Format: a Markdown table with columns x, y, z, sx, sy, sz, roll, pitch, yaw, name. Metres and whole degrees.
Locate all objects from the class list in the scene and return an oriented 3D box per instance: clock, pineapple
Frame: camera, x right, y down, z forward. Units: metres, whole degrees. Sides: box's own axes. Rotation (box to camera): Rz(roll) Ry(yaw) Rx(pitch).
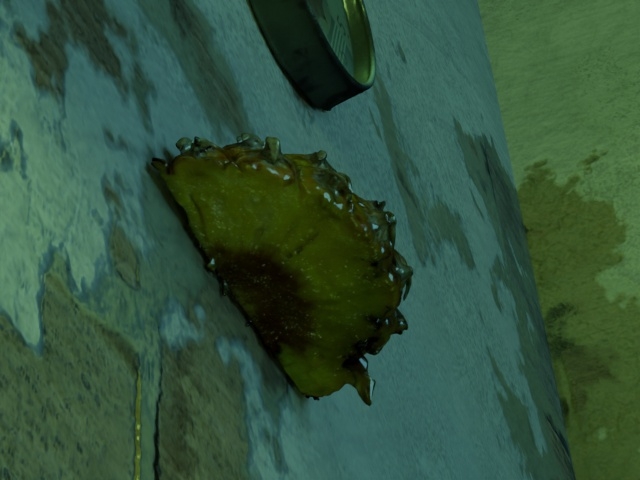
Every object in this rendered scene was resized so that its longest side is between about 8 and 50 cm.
| x | y | z | sx | sy | sz | roll | pitch | yaw | name |
| --- | --- | --- | --- | --- | --- | --- | --- | --- | --- |
| -0.022 | -0.317 | 1.744 | 0.325 | 0.067 | 0.325 | -19 | 90 | -74 | clock |
| 0.000 | -0.004 | 1.280 | 0.334 | 0.161 | 0.158 | 59 | 17 | -28 | pineapple |
